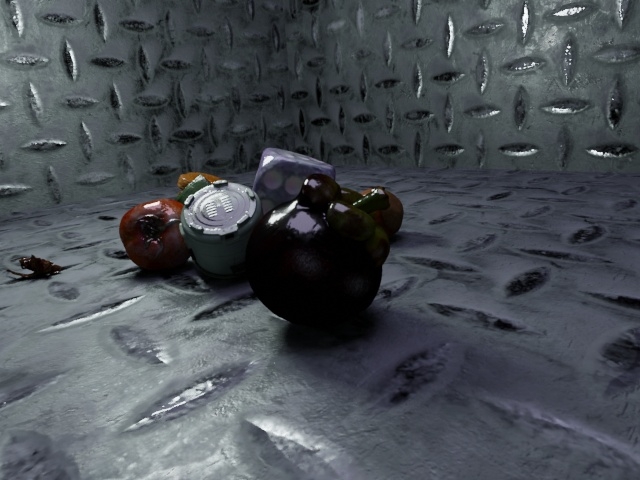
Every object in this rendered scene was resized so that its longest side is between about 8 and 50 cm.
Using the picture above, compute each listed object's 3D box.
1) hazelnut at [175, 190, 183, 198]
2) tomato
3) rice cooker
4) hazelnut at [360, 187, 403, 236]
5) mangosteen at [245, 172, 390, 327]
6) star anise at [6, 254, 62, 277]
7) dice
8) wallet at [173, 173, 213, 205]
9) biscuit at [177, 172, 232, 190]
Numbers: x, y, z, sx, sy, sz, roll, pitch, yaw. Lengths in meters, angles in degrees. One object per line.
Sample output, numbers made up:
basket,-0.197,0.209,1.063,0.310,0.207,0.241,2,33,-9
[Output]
hazelnut,-0.537,-0.123,1.866,0.181,0.182,0.182,-4,16,1
tomato,-0.494,-0.014,1.374,0.231,0.232,0.188,-6,-1,-4
rice cooker,-0.269,-0.023,1.273,0.241,0.227,0.281,-22,52,-14
hazelnut,0.180,-0.080,1.508,0.214,0.177,0.214,-16,-20,-6
mangosteen,-0.014,0.023,0.909,0.296,0.314,0.297,-3,27,2
star anise,-0.923,0.085,1.409,0.190,0.070,0.097,0,-11,22
dice,-0.107,-0.169,1.586,0.269,0.271,0.271,14,15,-8
wallet,-0.407,-0.107,1.601,0.160,0.236,0.055,-46,-7,0
biscuit,-0.358,-0.157,1.813,0.455,0.078,0.349,34,22,27
